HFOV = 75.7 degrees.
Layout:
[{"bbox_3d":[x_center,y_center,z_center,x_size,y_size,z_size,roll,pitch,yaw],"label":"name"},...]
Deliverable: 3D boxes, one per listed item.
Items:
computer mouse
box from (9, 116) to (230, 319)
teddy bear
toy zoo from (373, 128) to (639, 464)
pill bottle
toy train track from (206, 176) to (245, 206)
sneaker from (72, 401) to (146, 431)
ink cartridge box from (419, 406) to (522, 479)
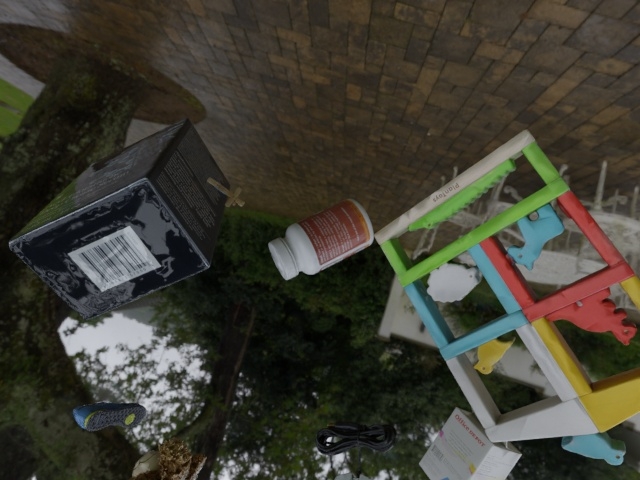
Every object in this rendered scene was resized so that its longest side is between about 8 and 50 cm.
[{"bbox_3d":[0.044,0.319,0.488,0.105,0.193,0.042,-7,168,24],"label":"computer mouse"},{"bbox_3d":[-0.394,-0.071,0.913,0.396,0.293,0.212,-100,-15,-59],"label":"box"},{"bbox_3d":[-0.323,0.453,0.695,0.113,0.245,0.338,29,-163,8],"label":"teddy bear"},{"bbox_3d":[0.200,0.068,0.405,0.192,0.294,0.030,-37,163,29],"label":"toy zoo"},{"bbox_3d":[0.000,0.000,0.915,0.215,0.121,0.121,-26,-172,-17],"label":"pill bottle"},{"bbox_3d":[-0.186,-0.094,0.807,0.083,0.048,0.014,37,156,-8],"label":"toy train track"},{"bbox_3d":[-0.580,0.476,1.143,0.082,0.069,0.209,16,170,28],"label":"sneaker"},{"bbox_3d":[0.259,0.366,0.703,0.089,0.143,0.092,29,-174,-28],"label":"ink cartridge box"}]
